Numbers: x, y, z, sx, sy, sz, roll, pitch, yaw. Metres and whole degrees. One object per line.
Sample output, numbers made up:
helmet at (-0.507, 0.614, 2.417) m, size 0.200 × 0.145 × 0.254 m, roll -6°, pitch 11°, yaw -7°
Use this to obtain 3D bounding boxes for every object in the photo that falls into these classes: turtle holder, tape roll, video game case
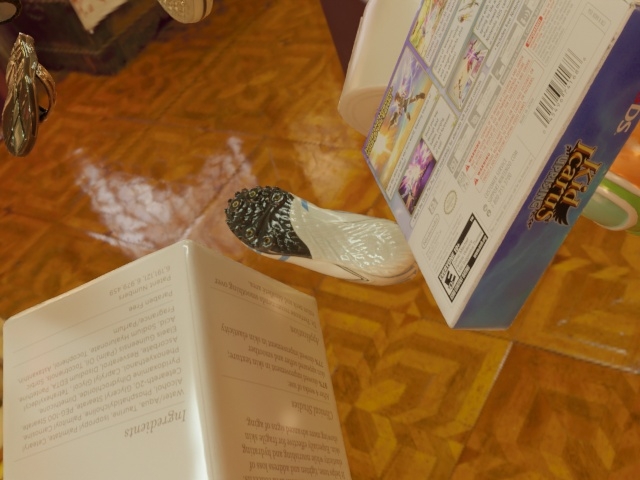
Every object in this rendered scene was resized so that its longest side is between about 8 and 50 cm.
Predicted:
turtle holder at (0.407, -0.148, 1.041) m, size 0.228 × 0.243 × 0.320 m, roll 13°, pitch 31°, yaw -8°
tape roll at (0.164, -0.249, 1.147) m, size 0.246 × 0.246 × 0.169 m, roll 6°, pitch 75°, yaw 29°
video game case at (0.134, -0.108, 0.597) m, size 0.061 × 0.269 × 0.244 m, roll 4°, pitch 39°, yaw -22°

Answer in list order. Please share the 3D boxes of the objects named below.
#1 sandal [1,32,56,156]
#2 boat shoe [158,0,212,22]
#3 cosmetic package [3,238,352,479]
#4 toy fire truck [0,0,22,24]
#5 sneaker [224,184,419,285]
sandal at (-0.405, -0.206, 1.061) m, size 0.090 × 0.060 × 0.219 m, roll -49°, pitch 43°, yaw 30°
boat shoe at (-0.167, -0.530, 0.945) m, size 0.156 × 0.499 × 0.187 m, roll -20°, pitch 30°, yaw -33°
cosmetic package at (-0.182, 0.267, 1.000) m, size 0.328 × 0.329 × 0.393 m, roll -22°, pitch 62°, yaw 21°
toy fire truck at (-0.359, -0.338, 0.796) m, size 0.217 × 0.246 × 0.158 m, roll -26°, pitch 82°, yaw 11°
sneaker at (0.000, 0.000, 0.858) m, size 0.237 × 0.086 × 0.085 m, roll 16°, pitch 73°, yaw 17°
